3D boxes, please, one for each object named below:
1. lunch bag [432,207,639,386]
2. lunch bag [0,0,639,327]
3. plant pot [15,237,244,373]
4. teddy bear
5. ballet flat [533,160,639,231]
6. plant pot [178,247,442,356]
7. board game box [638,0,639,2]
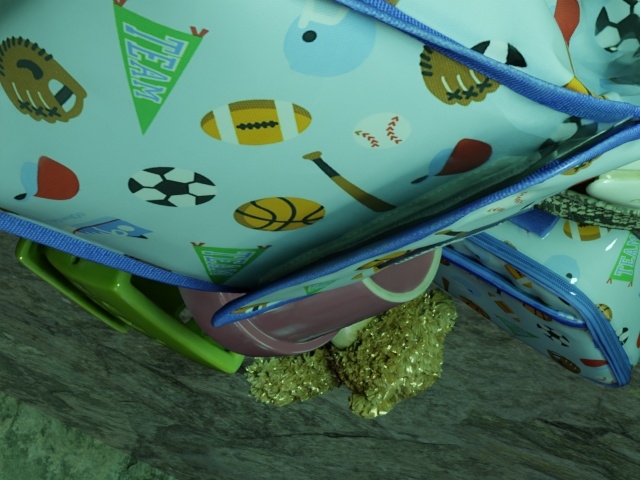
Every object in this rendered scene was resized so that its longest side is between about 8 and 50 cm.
[{"bbox_3d":[0.175,0.006,1.352,0.303,0.115,0.243,30,170,34],"label":"lunch bag"},{"bbox_3d":[-0.005,-0.100,0.817,0.385,0.239,0.328,22,148,-35],"label":"lunch bag"},{"bbox_3d":[-0.183,-0.010,1.559,0.207,0.228,0.227,9,158,37],"label":"plant pot"},{"bbox_3d":[0.017,0.081,1.583,0.338,0.245,0.113,-112,-3,-69],"label":"teddy bear"},{"bbox_3d":[0.160,-0.101,1.099,0.483,0.164,0.182,14,-169,16],"label":"ballet flat"},{"bbox_3d":[0.000,0.000,1.260,0.180,0.201,0.201,-9,146,43],"label":"plant pot"},{"bbox_3d":[0.159,-0.263,0.630,0.291,0.141,0.232,35,157,-23],"label":"board game box"}]
